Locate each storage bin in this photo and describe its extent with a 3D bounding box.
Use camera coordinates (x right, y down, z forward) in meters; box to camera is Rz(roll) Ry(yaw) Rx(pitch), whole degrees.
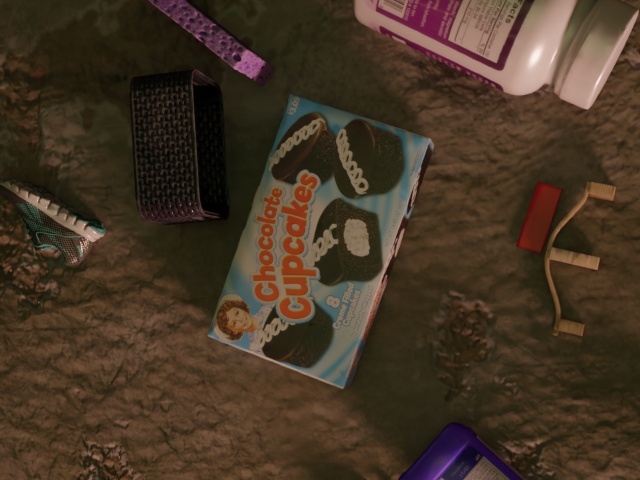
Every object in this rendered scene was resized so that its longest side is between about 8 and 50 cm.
[{"bbox_3d":[-0.176,-0.114,1.303,0.084,0.122,0.180,-4,86,12],"label":"storage bin"}]

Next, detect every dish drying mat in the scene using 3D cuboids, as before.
[{"bbox_3d":[0.266,-0.027,1.257,0.032,0.008,0.083,18,92,14],"label":"dish drying mat"}]

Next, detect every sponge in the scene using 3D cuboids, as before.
[{"bbox_3d":[-0.158,-0.278,1.310,0.210,0.117,0.031,39,98,12],"label":"sponge"}]

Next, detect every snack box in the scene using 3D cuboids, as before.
[{"bbox_3d":[0.000,0.000,1.289,0.187,0.060,0.322,19,92,13],"label":"snack box"}]

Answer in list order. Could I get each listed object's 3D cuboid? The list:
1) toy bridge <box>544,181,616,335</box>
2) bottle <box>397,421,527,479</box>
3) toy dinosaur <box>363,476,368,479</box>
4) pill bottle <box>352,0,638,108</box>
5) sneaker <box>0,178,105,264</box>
[{"bbox_3d":[0.301,0.022,1.237,0.063,0.026,0.188,13,90,16],"label":"toy bridge"},{"bbox_3d":[0.224,0.342,1.204,0.283,0.092,0.118,41,94,11],"label":"bottle"},{"bbox_3d":[0.057,0.326,1.281,0.082,0.047,0.090,6,122,4],"label":"toy dinosaur"},{"bbox_3d":[0.203,-0.272,1.202,0.301,0.169,0.169,28,93,12],"label":"pill bottle"},{"bbox_3d":[-0.371,-0.024,1.376,0.166,0.065,0.076,30,98,14],"label":"sneaker"}]
